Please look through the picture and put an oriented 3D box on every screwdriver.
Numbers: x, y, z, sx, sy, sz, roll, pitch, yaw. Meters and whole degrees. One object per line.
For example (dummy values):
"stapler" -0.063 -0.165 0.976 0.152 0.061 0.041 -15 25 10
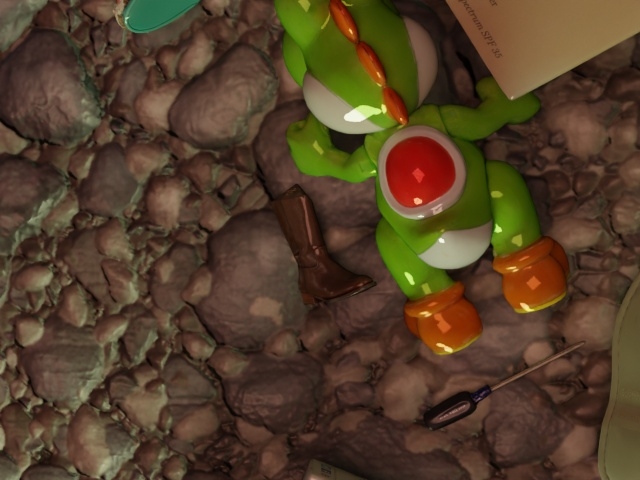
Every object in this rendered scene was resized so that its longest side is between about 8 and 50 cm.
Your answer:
"screwdriver" 0.172 0.131 1.214 0.170 0.024 0.025 -33 61 7

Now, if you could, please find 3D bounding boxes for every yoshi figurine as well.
"yoshi figurine" 0.075 -0.095 1.151 0.203 0.203 0.362 -9 115 52

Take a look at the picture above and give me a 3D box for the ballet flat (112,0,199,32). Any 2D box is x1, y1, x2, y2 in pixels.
"ballet flat" -0.102 -0.289 1.190 0.241 0.091 0.077 -39 58 9

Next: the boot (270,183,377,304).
"boot" 0.000 0.000 1.199 0.106 0.037 0.114 -12 94 50

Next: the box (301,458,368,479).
"box" 0.096 0.370 1.211 0.322 0.058 0.232 23 100 -1

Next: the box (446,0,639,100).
"box" 0.258 -0.259 1.043 0.311 0.121 0.148 -29 105 28

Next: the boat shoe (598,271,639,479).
"boat shoe" 0.308 0.118 1.160 0.081 0.069 0.227 20 101 44
